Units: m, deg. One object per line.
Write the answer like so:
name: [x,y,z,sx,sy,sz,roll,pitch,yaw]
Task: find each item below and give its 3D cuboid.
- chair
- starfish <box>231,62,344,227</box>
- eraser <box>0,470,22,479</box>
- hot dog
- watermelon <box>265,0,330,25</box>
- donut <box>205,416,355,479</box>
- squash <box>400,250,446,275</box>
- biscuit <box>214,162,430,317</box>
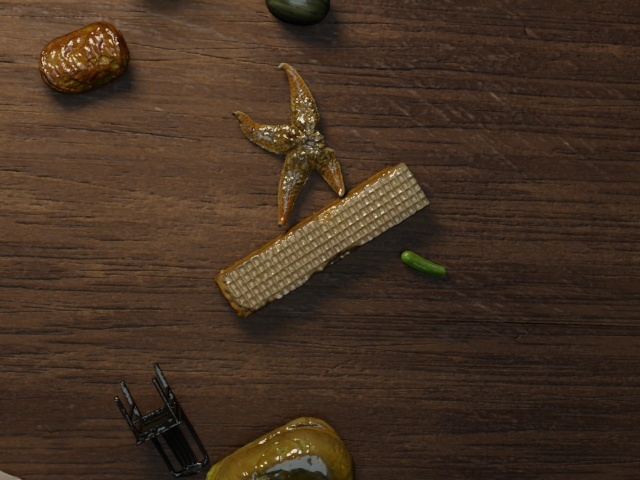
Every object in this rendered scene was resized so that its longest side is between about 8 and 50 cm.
chair: [-0.261,0.326,1.632,0.084,0.101,0.212,-26,101,-2]
starfish: [-0.055,-0.161,1.604,0.138,0.050,0.247,-23,95,-2]
eraser: [-0.579,0.542,1.618,0.086,0.130,0.287,26,94,-14]
hot dog: [-0.374,-0.288,1.533,0.147,0.065,0.099,-23,102,9]
watermelon: [-0.040,-0.384,1.549,0.111,0.078,0.078,11,98,-3]
donut: [-0.060,0.435,1.662,0.261,0.128,0.208,-31,102,1]
squash: [0.178,0.043,1.675,0.089,0.027,0.027,26,96,-14]
biscuit: [0.000,0.000,1.631,0.379,0.054,0.094,-33,101,0]
